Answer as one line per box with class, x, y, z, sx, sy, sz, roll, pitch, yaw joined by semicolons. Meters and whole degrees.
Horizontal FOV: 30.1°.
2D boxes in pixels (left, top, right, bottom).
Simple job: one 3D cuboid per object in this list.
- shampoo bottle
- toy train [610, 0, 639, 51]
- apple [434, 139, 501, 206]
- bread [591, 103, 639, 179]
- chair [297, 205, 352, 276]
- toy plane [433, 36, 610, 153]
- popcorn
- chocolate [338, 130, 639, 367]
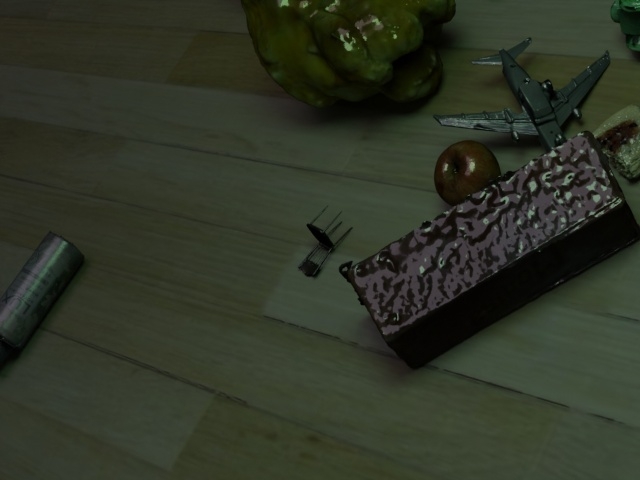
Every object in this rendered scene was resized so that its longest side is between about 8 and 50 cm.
shampoo bottle;-0.420;0.091;1.689;0.072;0.072;0.214;17;68;43
toy train;0.451;-0.258;1.331;0.251;0.085;0.119;17;52;39
apple;0.173;-0.075;1.386;0.084;0.071;0.084;-24;56;41
bread;0.346;-0.112;1.317;0.070;0.035;0.083;-37;40;4
chair;-0.001;-0.001;1.475;0.086;0.042;0.037;-52;39;-11
toy plane;0.253;-0.158;1.406;0.226;0.058;0.226;-21;44;0
popcorn;0.046;-0.301;1.552;0.276;0.276;0.225;11;28;41
chocolate;0.184;0.019;1.288;0.321;0.112;0.112;-30;53;11
